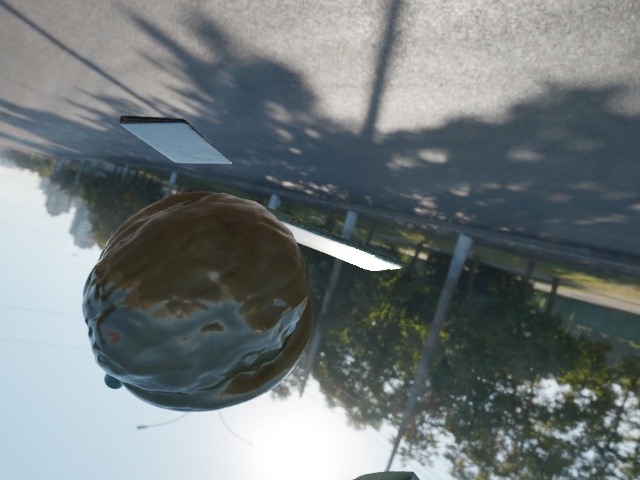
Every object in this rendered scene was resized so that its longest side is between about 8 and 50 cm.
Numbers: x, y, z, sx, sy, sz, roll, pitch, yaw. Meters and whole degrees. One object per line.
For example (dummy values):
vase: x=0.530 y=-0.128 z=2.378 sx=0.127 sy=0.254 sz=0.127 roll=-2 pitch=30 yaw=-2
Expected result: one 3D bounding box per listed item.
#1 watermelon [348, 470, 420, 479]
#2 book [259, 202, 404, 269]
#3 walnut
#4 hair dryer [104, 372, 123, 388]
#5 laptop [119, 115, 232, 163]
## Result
watermelon: x=0.063 y=0.558 z=0.928 sx=0.320 sy=0.289 sz=0.214 roll=-14 pitch=177 yaw=-4
book: x=0.000 y=0.000 z=1.087 sx=0.283 sy=0.025 sz=0.215 roll=22 pitch=172 yaw=-10
walnut: x=-0.144 y=0.072 z=0.710 sx=0.286 sy=0.285 sz=0.296 roll=17 pitch=153 yaw=-1
hair dryer: x=-0.365 y=0.296 z=1.154 sx=0.150 sy=0.071 sz=0.047 roll=35 pitch=-150 yaw=-2
laptop: x=-0.262 y=-0.184 z=1.054 sx=0.135 sy=0.016 sz=0.197 roll=4 pitch=168 yaw=16
